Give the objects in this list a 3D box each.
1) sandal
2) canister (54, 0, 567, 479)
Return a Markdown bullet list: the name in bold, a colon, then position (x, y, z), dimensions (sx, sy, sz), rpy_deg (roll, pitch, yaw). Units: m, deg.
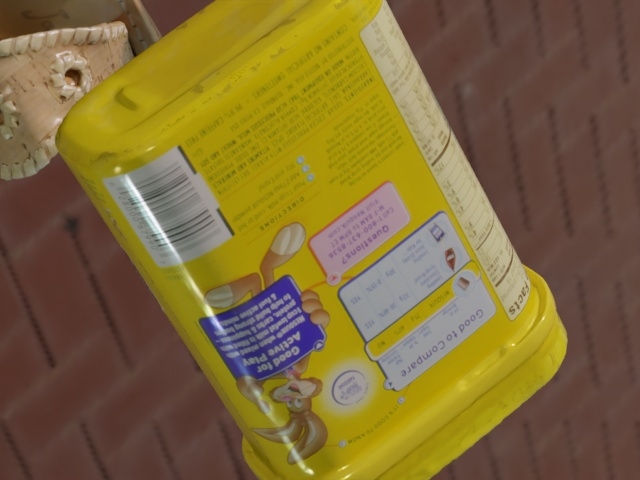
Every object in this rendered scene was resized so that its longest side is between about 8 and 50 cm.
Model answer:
- **sandal**: position (-0.098, -0.050, 0.718), dimensions (0.088, 0.079, 0.240), rpy_deg (-27, 135, 21)
- **canister**: position (0.000, 0.000, 0.647), dimensions (0.126, 0.073, 0.170), rpy_deg (-37, 121, -12)
